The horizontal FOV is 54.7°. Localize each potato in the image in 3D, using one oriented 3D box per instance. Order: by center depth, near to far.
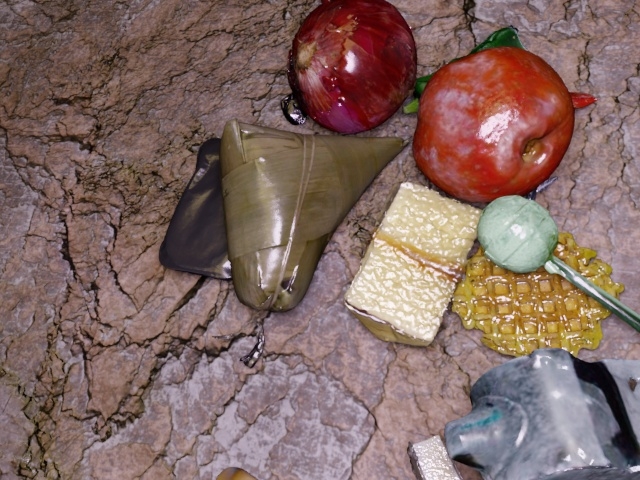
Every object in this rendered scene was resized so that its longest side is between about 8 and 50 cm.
[{"bbox_3d":[0.180,0.364,0.946,0.061,0.086,0.122,-19,58,-7],"label":"potato"}]

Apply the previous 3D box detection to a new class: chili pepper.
[{"bbox_3d":[0.429,-0.259,1.183,0.191,0.059,0.050,0,101,21],"label":"chili pepper"},{"bbox_3d":[0.289,-0.316,1.234,0.270,0.099,0.136,-25,78,-1],"label":"chili pepper"}]

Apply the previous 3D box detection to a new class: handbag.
[{"bbox_3d":[-0.203,-0.077,1.288,0.191,0.075,0.332,9,67,20],"label":"handbag"}]

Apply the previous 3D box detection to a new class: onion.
[{"bbox_3d":[0.065,-0.344,1.232,0.276,0.276,0.276,-7,63,15],"label":"onion"}]

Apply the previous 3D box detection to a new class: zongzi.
[{"bbox_3d":[0.000,0.000,1.166,0.417,0.181,0.447,-3,81,-15],"label":"zongzi"}]

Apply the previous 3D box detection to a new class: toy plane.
[{"bbox_3d":[0.390,-0.104,1.132,0.078,0.031,0.083,6,64,38],"label":"toy plane"}]

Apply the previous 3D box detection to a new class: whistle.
[{"bbox_3d":[0.381,0.247,0.839,0.404,0.188,0.168,-22,44,18],"label":"whistle"}]

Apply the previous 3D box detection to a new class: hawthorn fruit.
[{"bbox_3d":[0.299,-0.196,1.082,0.284,0.284,0.284,-7,63,15],"label":"hawthorn fruit"}]

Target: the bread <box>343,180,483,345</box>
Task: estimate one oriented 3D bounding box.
[{"bbox_3d":[0.154,0.041,1.081,0.178,0.142,0.266,29,70,-4],"label":"bread"}]

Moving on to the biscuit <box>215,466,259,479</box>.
[{"bbox_3d":[-0.096,0.522,0.969,0.290,0.062,0.237,24,73,25],"label":"biscuit"}]

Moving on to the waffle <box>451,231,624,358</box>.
[{"bbox_3d":[0.358,0.089,1.037,0.254,0.052,0.245,35,78,28],"label":"waffle"}]

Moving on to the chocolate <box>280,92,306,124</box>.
[{"bbox_3d":[-0.038,-0.326,1.364,0.072,0.070,0.147,20,68,31],"label":"chocolate"}]

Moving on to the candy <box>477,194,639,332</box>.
[{"bbox_3d":[0.429,0.087,0.953,0.440,0.119,0.119,40,82,16],"label":"candy"}]
